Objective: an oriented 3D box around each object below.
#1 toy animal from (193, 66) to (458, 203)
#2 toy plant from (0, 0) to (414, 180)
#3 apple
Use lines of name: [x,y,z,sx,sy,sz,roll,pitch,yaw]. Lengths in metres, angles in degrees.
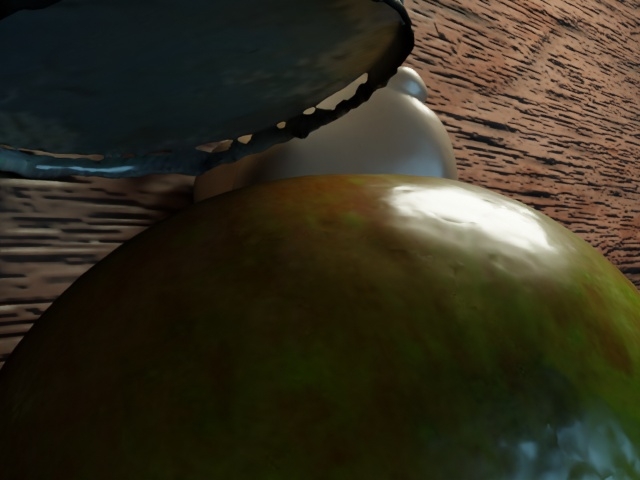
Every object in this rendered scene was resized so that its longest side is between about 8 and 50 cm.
toy animal: [0.000,0.000,0.813,0.198,0.171,0.171,116,-21,-63]
toy plant: [-0.098,-0.221,0.665,0.247,0.247,0.332,18,58,-61]
apple: [0.016,0.144,0.581,0.339,0.339,0.340,34,51,-55]
